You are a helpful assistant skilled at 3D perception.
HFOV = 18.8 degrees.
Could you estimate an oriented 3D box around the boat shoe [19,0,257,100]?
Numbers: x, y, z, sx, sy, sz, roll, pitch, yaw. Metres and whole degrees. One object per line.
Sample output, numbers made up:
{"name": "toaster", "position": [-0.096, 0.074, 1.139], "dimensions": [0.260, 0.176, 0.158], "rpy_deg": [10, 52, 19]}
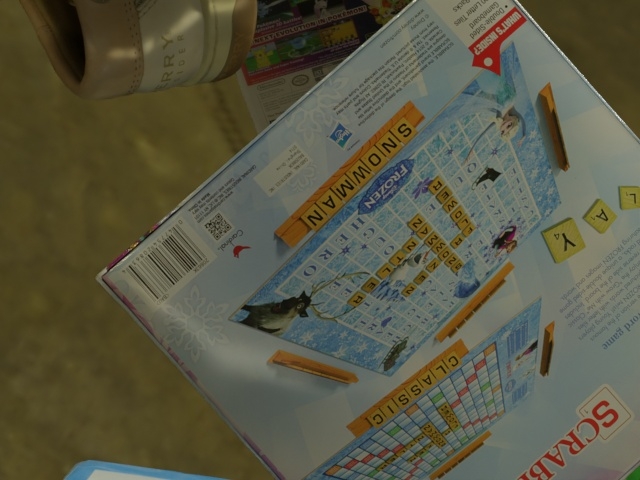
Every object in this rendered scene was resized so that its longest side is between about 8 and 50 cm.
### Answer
{"name": "boat shoe", "position": [-0.144, -0.190, 0.937], "dimensions": [0.098, 0.109, 0.302], "rpy_deg": [-19, 63, -30]}

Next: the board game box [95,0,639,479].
{"name": "board game box", "position": [0.080, 0.038, 1.233], "dimensions": [0.318, 0.319, 0.066], "rpy_deg": [49, -4, 1]}

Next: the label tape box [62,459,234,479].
{"name": "label tape box", "position": [-0.007, 0.286, 0.837], "dimensions": [0.249, 0.347, 0.115], "rpy_deg": [7, 17, 9]}

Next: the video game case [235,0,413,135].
{"name": "video game case", "position": [0.016, -0.184, 1.783], "dimensions": [0.201, 0.183, 0.023], "rpy_deg": [-16, 40, 5]}

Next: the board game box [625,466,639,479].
{"name": "board game box", "position": [0.153, 0.262, 1.525], "dimensions": [0.242, 0.316, 0.064], "rpy_deg": [-4, 50, 13]}
